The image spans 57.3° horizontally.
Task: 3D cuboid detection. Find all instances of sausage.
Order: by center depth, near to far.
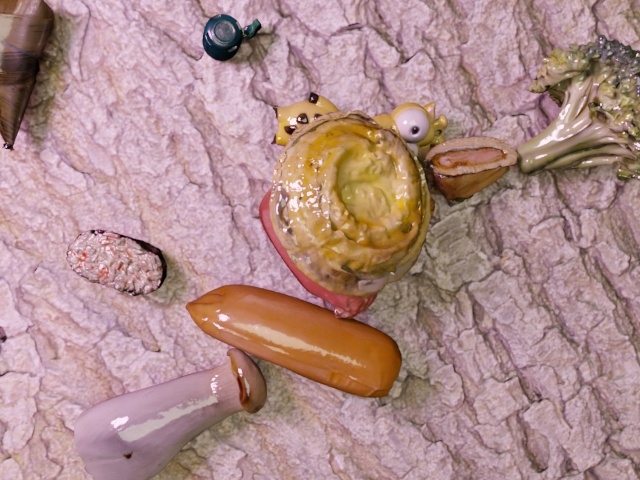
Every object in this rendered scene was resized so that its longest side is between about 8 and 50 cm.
[{"bbox_3d":[0.000,0.000,0.936,0.148,0.148,0.254,-34,102,-2],"label":"sausage"},{"bbox_3d":[-0.043,0.151,0.947,0.354,0.134,0.116,22,116,-9],"label":"sausage"}]

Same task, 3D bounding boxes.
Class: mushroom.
[{"bbox_3d":[-0.241,0.292,0.960,0.329,0.122,0.159,-25,133,-2],"label":"mushroom"}]

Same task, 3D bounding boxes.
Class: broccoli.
[{"bbox_3d":[0.431,-0.181,0.935,0.243,0.247,0.263,-32,140,29],"label":"broccoli"}]

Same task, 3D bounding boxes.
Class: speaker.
[{"bbox_3d":[-0.139,-0.321,0.929,0.094,0.075,0.060,-6,95,-14],"label":"speaker"}]

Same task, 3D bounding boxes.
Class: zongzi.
[{"bbox_3d":[-0.537,-0.278,0.875,0.221,0.112,0.242,15,94,-8],"label":"zongzi"}]

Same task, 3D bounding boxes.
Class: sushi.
[{"bbox_3d":[-0.322,0.033,0.937,0.150,0.078,0.090,22,92,-6],"label":"sushi"}]

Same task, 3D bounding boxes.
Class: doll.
[{"bbox_3d":[0.066,-0.177,0.956,0.291,0.086,0.117,2,125,-6],"label":"doll"}]

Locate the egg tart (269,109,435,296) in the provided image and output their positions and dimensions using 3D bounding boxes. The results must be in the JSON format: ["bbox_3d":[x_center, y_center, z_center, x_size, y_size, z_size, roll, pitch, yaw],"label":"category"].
[{"bbox_3d":[0.059,-0.059,0.844,0.279,0.095,0.279,4,82,-28],"label":"egg tart"}]

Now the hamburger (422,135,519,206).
[{"bbox_3d":[0.232,-0.115,0.980,0.176,0.102,0.087,-17,62,-23],"label":"hamburger"}]
